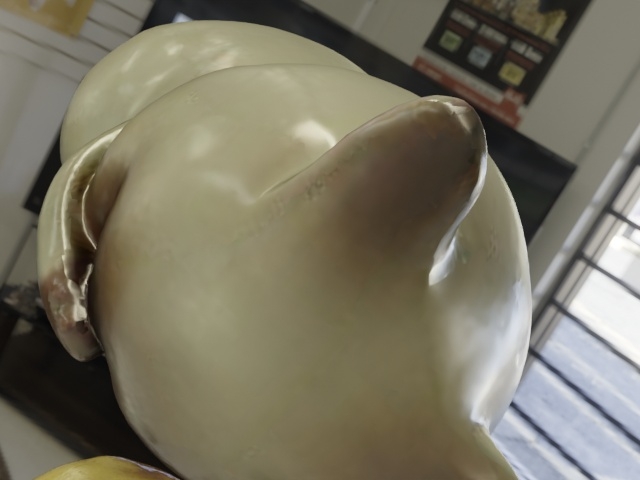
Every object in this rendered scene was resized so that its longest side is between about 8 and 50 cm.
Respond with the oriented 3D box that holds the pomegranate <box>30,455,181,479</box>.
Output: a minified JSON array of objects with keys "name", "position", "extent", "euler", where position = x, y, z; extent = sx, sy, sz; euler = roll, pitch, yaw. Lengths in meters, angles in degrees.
[{"name":"pomegranate","position":[-0.222,0.387,1.011],"extent":[0.332,0.332,0.332],"euler":[28,13,-7]}]

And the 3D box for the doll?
[{"name":"doll","position":[-0.028,-0.001,0.528],"extent":[0.226,0.215,0.370],"euler":[-6,17,-3]}]
